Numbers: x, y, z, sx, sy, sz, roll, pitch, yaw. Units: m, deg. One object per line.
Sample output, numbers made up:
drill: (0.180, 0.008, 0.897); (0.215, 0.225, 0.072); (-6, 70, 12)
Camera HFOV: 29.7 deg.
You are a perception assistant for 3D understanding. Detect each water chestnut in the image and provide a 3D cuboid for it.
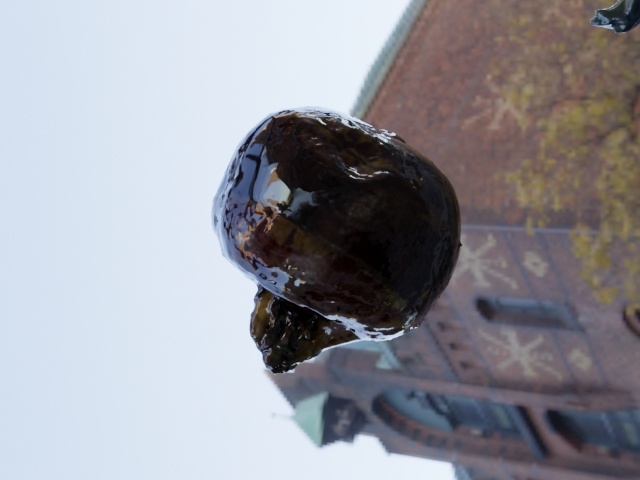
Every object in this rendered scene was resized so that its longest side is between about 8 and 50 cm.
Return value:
water chestnut: (0.000, 0.000, 1.048); (0.224, 0.224, 0.238); (32, -92, -52)

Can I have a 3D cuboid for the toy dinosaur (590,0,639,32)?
toy dinosaur: (0.282, -0.287, 0.746); (0.147, 0.363, 0.076); (41, -158, -24)
